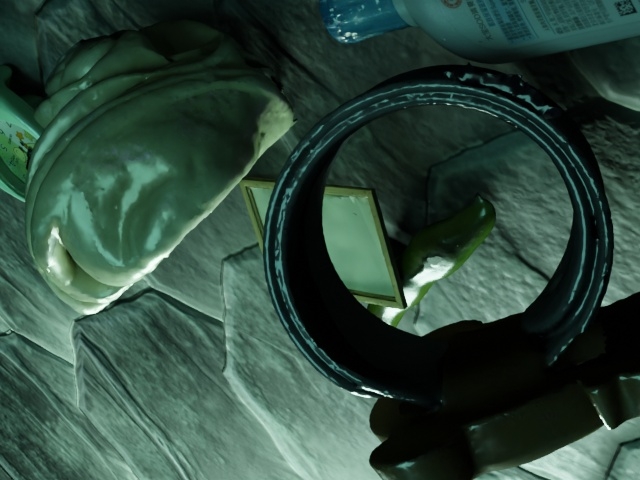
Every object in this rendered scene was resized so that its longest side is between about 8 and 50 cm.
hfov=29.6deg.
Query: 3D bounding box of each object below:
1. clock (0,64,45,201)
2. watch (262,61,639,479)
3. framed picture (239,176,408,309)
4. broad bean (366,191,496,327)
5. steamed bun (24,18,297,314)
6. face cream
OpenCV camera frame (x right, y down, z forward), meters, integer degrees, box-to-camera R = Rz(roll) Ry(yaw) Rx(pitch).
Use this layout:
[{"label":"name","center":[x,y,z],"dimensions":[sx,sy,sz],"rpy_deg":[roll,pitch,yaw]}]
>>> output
[{"label":"clock","center":[-0.339,-0.106,1.445],"dimensions":[0.188,0.060,0.148],"rpy_deg":[37,139,3]},{"label":"watch","center":[0.138,0.005,1.033],"dimensions":[0.335,0.314,0.327],"rpy_deg":[-19,100,16]},{"label":"framed picture","center":[0.000,0.000,1.281],"dimensions":[0.201,0.010,0.136],"rpy_deg":[7,122,45]},{"label":"broad bean","center":[0.095,0.037,1.255],"dimensions":[0.060,0.043,0.297],"rpy_deg":[30,141,-5]},{"label":"steamed bun","center":[-0.185,-0.093,1.166],"dimensions":[0.207,0.280,0.268],"rpy_deg":[44,141,-7]},{"label":"face cream","center":[0.143,-0.216,0.959],"dimensions":[0.337,0.080,0.163],"rpy_deg":[-7,122,41]}]
